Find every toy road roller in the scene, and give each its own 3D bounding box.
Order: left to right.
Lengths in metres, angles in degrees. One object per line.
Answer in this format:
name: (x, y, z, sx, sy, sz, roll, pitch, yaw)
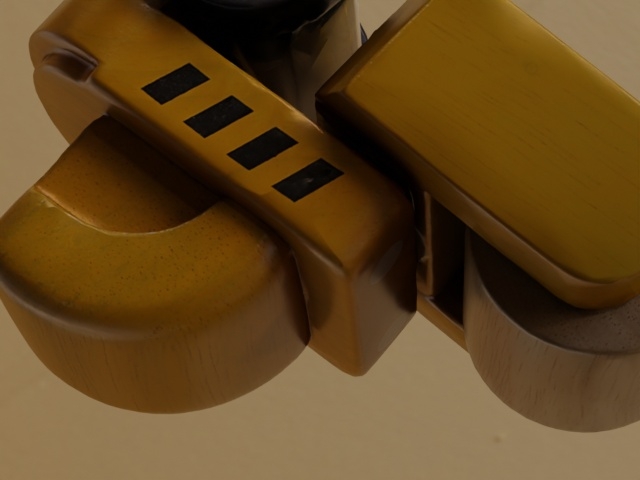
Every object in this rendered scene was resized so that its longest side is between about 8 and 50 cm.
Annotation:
toy road roller: (0.000, 0.000, 0.888, 0.329, 0.202, 0.240, 37, -104, 16)
